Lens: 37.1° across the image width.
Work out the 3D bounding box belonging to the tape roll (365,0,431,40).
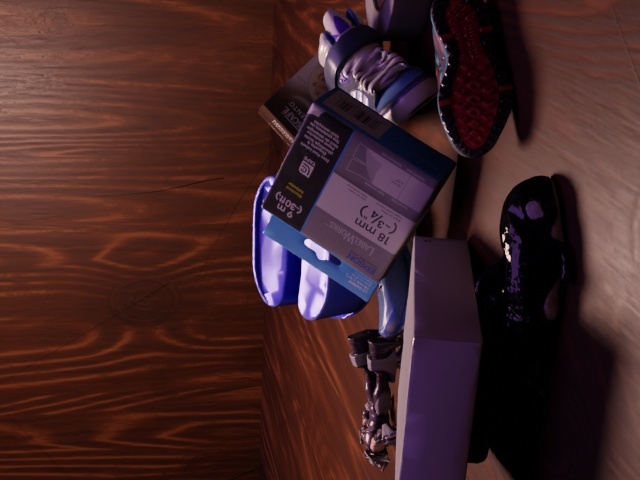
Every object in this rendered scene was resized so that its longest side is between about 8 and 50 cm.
[{"bbox_3d":[0.141,-0.474,1.739,0.219,0.072,0.219,179,90,-80],"label":"tape roll"}]

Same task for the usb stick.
[{"bbox_3d":[0.236,0.193,1.365,0.077,0.045,0.278,-70,-14,-65],"label":"usb stick"}]

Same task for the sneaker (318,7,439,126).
[{"bbox_3d":[0.078,-0.307,1.675,0.236,0.130,0.323,52,177,-6],"label":"sneaker"}]

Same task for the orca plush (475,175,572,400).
[{"bbox_3d":[0.237,0.062,1.214,0.151,0.102,0.287,-113,24,-63],"label":"orca plush"}]

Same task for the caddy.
[{"bbox_3d":[0.000,0.000,1.926,0.241,0.179,0.341,17,111,42],"label":"caddy"}]

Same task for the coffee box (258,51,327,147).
[{"bbox_3d":[0.015,-0.292,1.879,0.141,0.246,0.098,46,171,-7],"label":"coffee box"}]

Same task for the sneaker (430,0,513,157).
[{"bbox_3d":[0.218,-0.227,1.377,0.125,0.104,0.261,71,-163,-67],"label":"sneaker"}]

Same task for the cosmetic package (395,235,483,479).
[{"bbox_3d":[0.165,0.189,1.380,0.377,0.098,0.284,-75,-13,-69],"label":"cosmetic package"}]

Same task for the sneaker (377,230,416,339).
[{"bbox_3d":[0.105,0.020,1.774,0.130,0.147,0.330,141,125,-76],"label":"sneaker"}]

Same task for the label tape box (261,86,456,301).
[{"bbox_3d":[0.039,-0.051,1.609,0.333,0.241,0.106,-61,-8,33],"label":"label tape box"}]

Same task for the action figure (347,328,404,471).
[{"bbox_3d":[0.118,0.325,1.886,0.185,0.099,0.285,-150,56,-69],"label":"action figure"}]
